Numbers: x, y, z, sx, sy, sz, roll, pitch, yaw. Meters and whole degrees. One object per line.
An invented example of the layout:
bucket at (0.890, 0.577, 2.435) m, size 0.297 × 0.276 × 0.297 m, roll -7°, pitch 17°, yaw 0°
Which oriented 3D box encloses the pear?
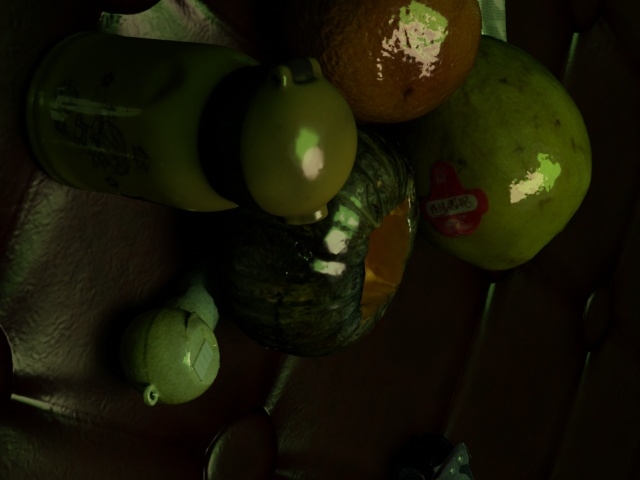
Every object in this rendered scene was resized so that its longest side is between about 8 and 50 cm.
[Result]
pear at (0.240, -0.147, 1.614) m, size 0.287 × 0.287 × 0.375 m, roll -26°, pitch 94°, yaw -45°

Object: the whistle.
whistle at (-0.172, 0.107, 1.310) m, size 0.223 × 0.122 × 0.123 m, roll -70°, pitch 148°, yaw -45°

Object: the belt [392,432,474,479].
belt at (0.190, 0.437, 1.832) m, size 0.128 × 0.122 × 0.218 m, roll -44°, pitch 125°, yaw -33°

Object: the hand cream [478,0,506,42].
hand cream at (0.260, -0.373, 1.740) m, size 0.121 × 0.076 × 0.336 m, roll -10°, pitch 102°, yaw -56°

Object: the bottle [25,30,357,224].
bottle at (-0.123, -0.109, 1.084) m, size 0.171 × 0.351 × 0.172 m, roll -19°, pitch 115°, yaw -47°

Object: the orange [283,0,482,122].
orange at (0.078, -0.275, 1.380) m, size 0.264 × 0.264 × 0.264 m, roll -19°, pitch 115°, yaw -48°

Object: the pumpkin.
pumpkin at (0.000, 0.000, 1.372) m, size 0.320 × 0.192 × 0.320 m, roll -49°, pitch 150°, yaw -41°
